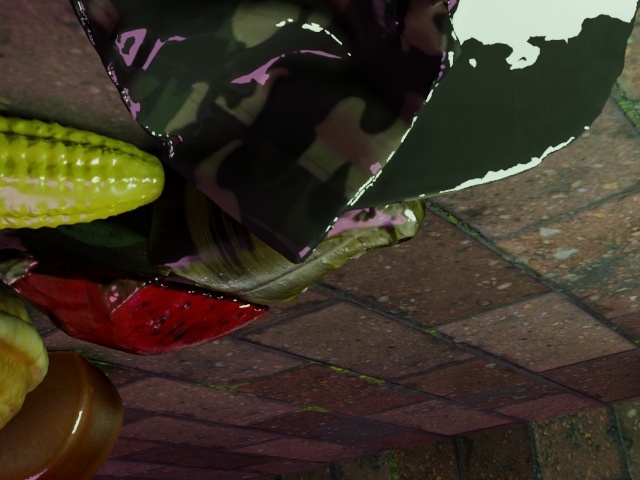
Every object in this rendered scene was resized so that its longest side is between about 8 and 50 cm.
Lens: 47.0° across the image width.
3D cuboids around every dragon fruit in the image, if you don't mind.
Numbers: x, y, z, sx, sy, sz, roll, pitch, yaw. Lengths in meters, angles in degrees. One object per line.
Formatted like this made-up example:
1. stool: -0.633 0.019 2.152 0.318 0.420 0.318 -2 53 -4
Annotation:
1. dragon fruit: -0.240 0.075 0.884 0.282 0.100 0.343 13 176 23

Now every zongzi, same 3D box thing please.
1. zongzi: 0.000 0.000 0.800 0.286 0.134 0.288 -11 152 24

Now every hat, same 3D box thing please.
1. hat: 0.057 -0.184 0.474 0.382 0.257 0.366 -31 153 -36

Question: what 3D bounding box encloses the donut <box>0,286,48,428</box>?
1. donut: -0.587 0.157 0.956 0.449 0.198 0.449 -5 152 -2

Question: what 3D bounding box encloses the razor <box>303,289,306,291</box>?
1. razor: -0.110 0.071 1.050 0.191 0.037 0.068 -19 155 31

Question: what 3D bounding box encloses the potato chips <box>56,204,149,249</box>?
1. potato chips: -0.206 -0.024 0.852 0.209 0.026 0.142 -14 156 21

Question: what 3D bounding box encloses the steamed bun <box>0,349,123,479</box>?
1. steamed bun: -0.556 0.350 1.301 0.380 0.248 0.235 -7 155 1

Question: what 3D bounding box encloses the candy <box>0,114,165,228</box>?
1. candy: -0.243 -0.061 0.683 0.199 0.094 0.106 1 117 -23
